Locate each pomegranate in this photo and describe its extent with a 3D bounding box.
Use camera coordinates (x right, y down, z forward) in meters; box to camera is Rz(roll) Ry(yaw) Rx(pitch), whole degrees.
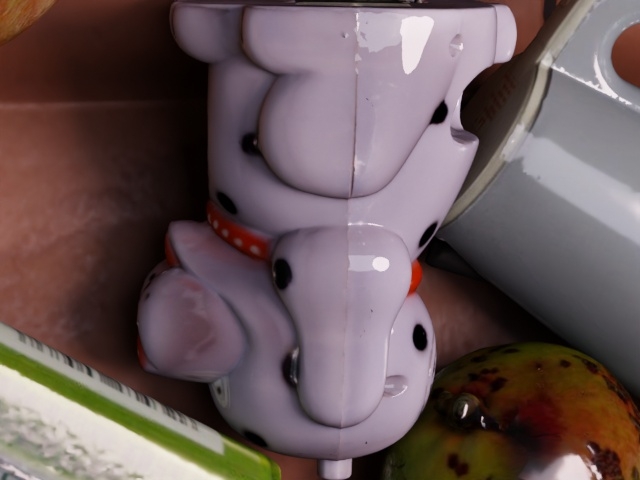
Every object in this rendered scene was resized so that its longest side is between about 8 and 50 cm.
[{"bbox_3d":[0.130,0.144,1.091,0.220,0.156,0.156,30,76,-21],"label":"pomegranate"}]

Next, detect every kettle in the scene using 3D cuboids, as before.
[{"bbox_3d":[0.196,-0.019,1.109,0.243,0.160,0.211,33,107,-14],"label":"kettle"}]

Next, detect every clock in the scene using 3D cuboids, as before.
[{"bbox_3d":[-0.002,-0.003,1.025,0.188,0.189,0.254,1,102,-28],"label":"clock"}]

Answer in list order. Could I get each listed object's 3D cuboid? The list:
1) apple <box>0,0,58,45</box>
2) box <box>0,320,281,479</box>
[{"bbox_3d":[-0.190,-0.180,0.900,0.211,0.188,0.211,1,86,-19],"label":"apple"},{"bbox_3d":[-0.186,0.093,0.952,0.345,0.097,0.134,31,79,-25],"label":"box"}]
